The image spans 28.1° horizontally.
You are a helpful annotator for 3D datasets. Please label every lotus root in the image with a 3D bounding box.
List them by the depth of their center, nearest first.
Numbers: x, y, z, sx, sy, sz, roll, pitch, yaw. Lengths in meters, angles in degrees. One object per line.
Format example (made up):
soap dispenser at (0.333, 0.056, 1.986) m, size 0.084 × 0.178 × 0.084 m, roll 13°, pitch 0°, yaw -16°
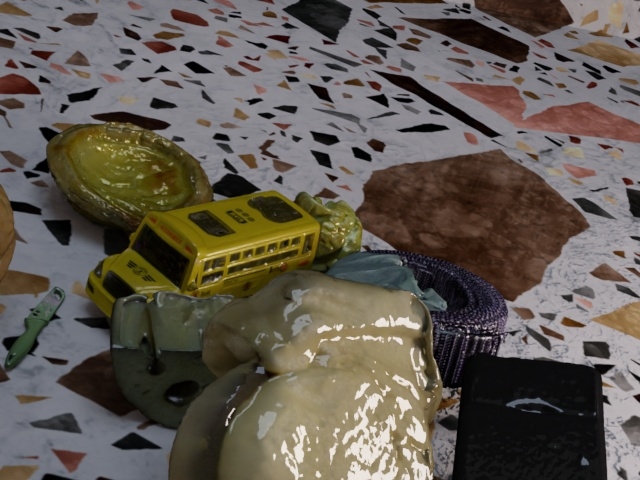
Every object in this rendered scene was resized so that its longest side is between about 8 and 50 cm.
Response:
lotus root at (-0.153, 0.148, 1.585) m, size 0.235 × 0.138 × 0.119 m, roll 9°, pitch 24°, yaw -16°

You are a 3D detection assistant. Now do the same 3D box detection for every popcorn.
popcorn at (0.000, 0.000, 1.954) m, size 0.141 × 0.162 × 0.135 m, roll -37°, pitch 57°, yaw -10°

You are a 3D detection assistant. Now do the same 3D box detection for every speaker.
speaker at (0.246, 0.300, 1.544) m, size 0.180 × 0.184 × 0.388 m, roll 7°, pitch 39°, yaw 6°

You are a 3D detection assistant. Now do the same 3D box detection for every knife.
knife at (-0.372, 0.110, 1.655) m, size 0.030 × 0.014 × 0.207 m, roll 19°, pitch 26°, yaw 1°

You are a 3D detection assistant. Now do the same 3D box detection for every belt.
belt at (0.129, 0.099, 1.809) m, size 0.260 × 0.122 × 0.325 m, roll 10°, pitch 17°, yaw -5°

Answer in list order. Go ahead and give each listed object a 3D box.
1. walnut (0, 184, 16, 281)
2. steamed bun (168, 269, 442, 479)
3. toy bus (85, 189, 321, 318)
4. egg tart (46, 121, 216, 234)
walnut at (-0.500, -0.001, 1.563) m, size 0.261 × 0.224 × 0.225 m, roll -4°, pitch 35°, yaw -33°
steamed bun at (-0.025, 0.209, 1.416) m, size 0.325 × 0.230 × 0.372 m, roll 42°, pitch 52°, yaw -29°
toy bus at (-0.157, 0.030, 1.777) m, size 0.144 × 0.152 × 0.330 m, roll 38°, pitch 33°, yaw 31°
egg tart at (-0.296, -0.085, 1.973) m, size 0.279 × 0.095 × 0.279 m, roll 16°, pitch 32°, yaw -10°
